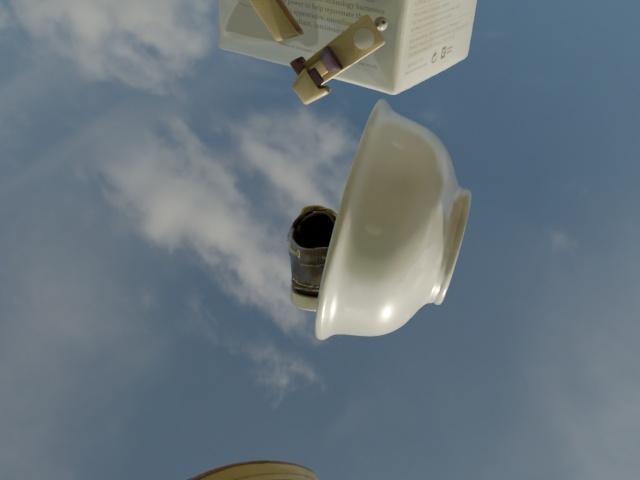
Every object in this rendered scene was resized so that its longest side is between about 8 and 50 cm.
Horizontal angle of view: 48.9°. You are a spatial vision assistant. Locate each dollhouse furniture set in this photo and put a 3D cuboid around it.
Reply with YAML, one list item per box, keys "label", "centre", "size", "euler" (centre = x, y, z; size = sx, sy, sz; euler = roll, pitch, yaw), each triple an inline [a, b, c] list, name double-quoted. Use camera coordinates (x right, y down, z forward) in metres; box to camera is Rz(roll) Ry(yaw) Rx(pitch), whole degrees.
- label: "dollhouse furniture set"
  centre: [-0.005, -0.177, 0.541]
  size: [0.081, 0.091, 0.114]
  euler: [-32, -79, 16]

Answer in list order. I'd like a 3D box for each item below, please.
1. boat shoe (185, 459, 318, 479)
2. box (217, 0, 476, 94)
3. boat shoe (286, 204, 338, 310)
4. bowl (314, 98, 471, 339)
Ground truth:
- label: "boat shoe"
  centre: [-0.120, 0.284, 0.619]
  size: [0.342, 0.123, 0.123]
  euler: [10, -137, -47]
- label: "box"
  centre: [0.035, -0.342, 0.652]
  size: [0.215, 0.345, 0.168]
  euler: [22, -145, 27]
- label: "boat shoe"
  centre: [0.000, 0.000, 1.128]
  size: [0.116, 0.097, 0.324]
  euler: [1, -158, 2]
- label: "bowl"
  centre: [0.097, -0.009, 0.841]
  size: [0.134, 0.298, 0.298]
  euler: [14, -121, 7]
